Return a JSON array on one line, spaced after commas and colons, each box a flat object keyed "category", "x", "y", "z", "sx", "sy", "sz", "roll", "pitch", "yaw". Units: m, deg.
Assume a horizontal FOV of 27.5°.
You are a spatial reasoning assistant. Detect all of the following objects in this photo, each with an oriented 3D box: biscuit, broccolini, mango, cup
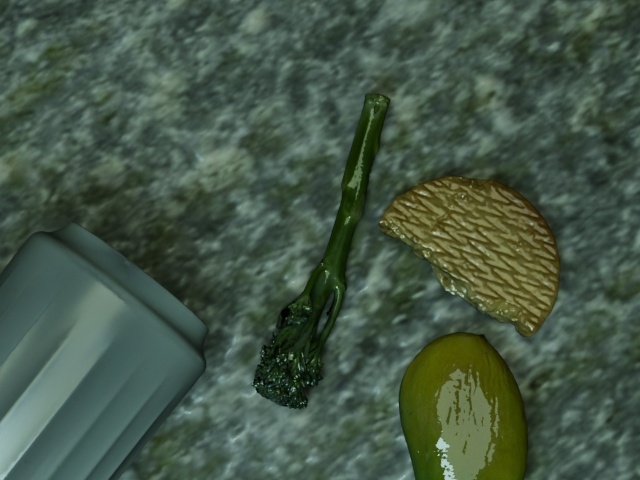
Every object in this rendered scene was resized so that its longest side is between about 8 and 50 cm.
[{"category": "biscuit", "x": 0.188, "y": 0.001, "z": 1.527, "sx": 0.224, "sy": 0.033, "sz": 0.144, "roll": 35, "pitch": 77, "yaw": 9}, {"category": "broccolini", "x": 0.005, "y": 0.001, "z": 1.507, "sx": 0.078, "sy": 0.074, "sz": 0.392, "roll": 15, "pitch": 78, "yaw": -2}, {"category": "mango", "x": 0.164, "y": 0.220, "z": 1.444, "sx": 0.137, "sy": 0.091, "sz": 0.238, "roll": -13, "pitch": 81, "yaw": 3}, {"category": "cup", "x": -0.320, "y": 0.150, "z": 1.415, "sx": 0.322, "sy": 0.237, "sz": 0.327, "roll": 28, "pitch": 77, "yaw": 39}]
